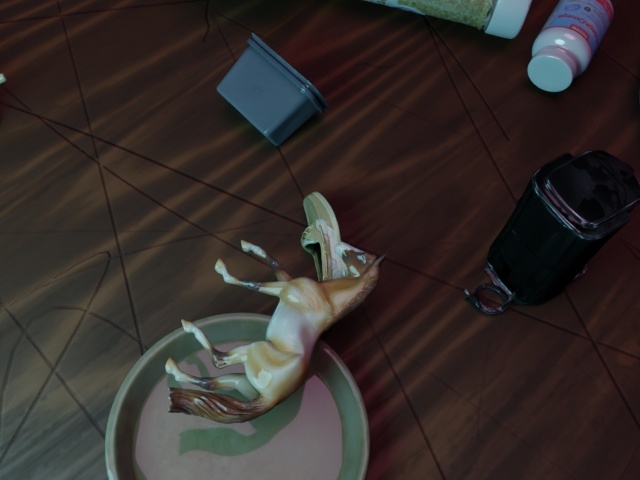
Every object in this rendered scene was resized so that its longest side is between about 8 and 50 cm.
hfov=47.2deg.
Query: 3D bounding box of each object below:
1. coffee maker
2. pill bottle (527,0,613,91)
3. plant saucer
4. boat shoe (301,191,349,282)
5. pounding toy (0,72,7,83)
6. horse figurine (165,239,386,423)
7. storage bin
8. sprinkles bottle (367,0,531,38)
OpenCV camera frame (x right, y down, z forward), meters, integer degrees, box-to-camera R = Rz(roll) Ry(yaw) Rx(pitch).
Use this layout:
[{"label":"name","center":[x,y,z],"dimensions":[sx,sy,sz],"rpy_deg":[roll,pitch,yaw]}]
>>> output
[{"label":"coffee maker","center":[0.273,-0.001,0.860],"dimensions":[0.120,0.178,0.171],"rpy_deg":[31,62,13]},{"label":"pill bottle","center":[0.369,-0.297,1.090],"dimensions":[0.087,0.087,0.160],"rpy_deg":[29,62,10]},{"label":"plant saucer","center":[-0.085,0.210,0.783],"dimensions":[0.278,0.041,0.278],"rpy_deg":[3,61,-5]},{"label":"boat shoe","center":[0.000,0.000,0.904],"dimensions":[0.045,0.050,0.135],"rpy_deg":[-12,62,-18]},{"label":"pounding toy","center":[-0.478,-0.162,0.917],"dimensions":[0.141,0.100,0.130],"rpy_deg":[27,62,10]},{"label":"horse figurine","center":[-0.056,0.097,0.791],"dimensions":[0.174,0.066,0.263],"rpy_deg":[21,58,13]},{"label":"storage bin","center":[-0.069,-0.196,0.994],"dimensions":[0.091,0.098,0.135],"rpy_deg":[-46,72,3]},{"label":"sprinkles bottle","center":[0.142,-0.407,1.110],"dimensions":[0.355,0.121,0.121],"rpy_deg":[15,60,3]}]
